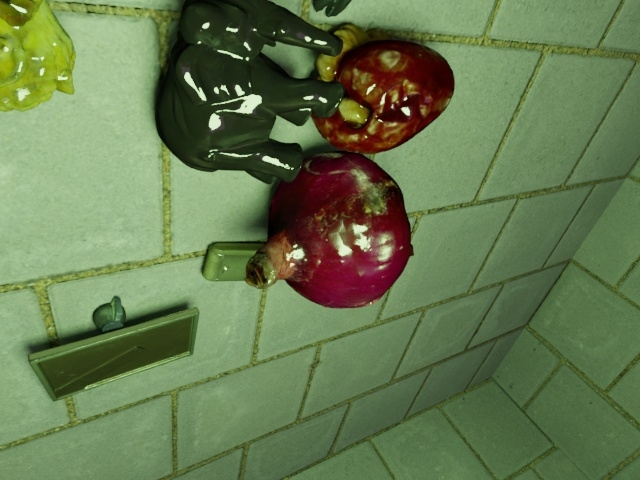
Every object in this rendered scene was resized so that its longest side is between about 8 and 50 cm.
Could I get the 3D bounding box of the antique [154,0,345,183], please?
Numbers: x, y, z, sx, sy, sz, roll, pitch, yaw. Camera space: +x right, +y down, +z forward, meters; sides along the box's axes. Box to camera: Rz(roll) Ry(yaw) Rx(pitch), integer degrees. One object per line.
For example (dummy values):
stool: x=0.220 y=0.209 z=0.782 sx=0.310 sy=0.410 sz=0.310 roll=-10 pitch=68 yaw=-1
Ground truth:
antique: x=-0.131 y=-0.226 z=0.712 sx=0.255 sy=0.185 sz=0.322 roll=21 pitch=128 yaw=-25

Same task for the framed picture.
framed picture: x=-0.455 y=0.265 z=1.019 sx=0.336 sy=0.022 sz=0.247 roll=-14 pitch=149 yaw=-28

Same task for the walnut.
walnut: x=0.112 y=-0.301 z=0.853 sx=0.269 sy=0.243 sz=0.222 roll=-31 pitch=176 yaw=-40

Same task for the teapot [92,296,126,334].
teapot: x=-0.451 y=0.168 z=0.952 sx=0.066 sy=0.057 sz=0.087 roll=11 pitch=119 yaw=-44

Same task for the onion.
onion: x=0.000 y=0.000 z=0.909 sx=0.385 sy=0.348 sz=0.347 roll=-27 pitch=142 yaw=-41

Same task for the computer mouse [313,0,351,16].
computer mouse: x=0.037 y=-0.455 z=0.761 sx=0.079 sy=0.047 sz=0.135 roll=8 pitch=123 yaw=-40

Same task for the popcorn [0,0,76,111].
popcorn: x=-0.404 y=-0.263 z=0.535 sx=0.169 sy=0.173 sz=0.195 roll=0 pitch=139 yaw=-10

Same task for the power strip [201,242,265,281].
power strip: x=-0.106 y=0.052 z=1.110 sx=0.388 sy=0.066 sz=0.092 roll=3 pitch=123 yaw=-36
